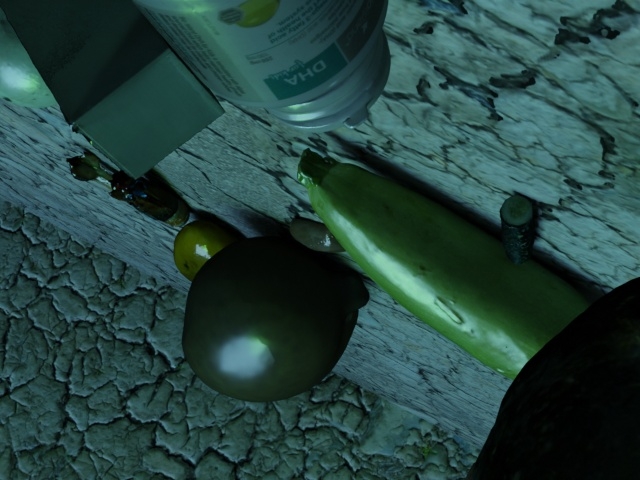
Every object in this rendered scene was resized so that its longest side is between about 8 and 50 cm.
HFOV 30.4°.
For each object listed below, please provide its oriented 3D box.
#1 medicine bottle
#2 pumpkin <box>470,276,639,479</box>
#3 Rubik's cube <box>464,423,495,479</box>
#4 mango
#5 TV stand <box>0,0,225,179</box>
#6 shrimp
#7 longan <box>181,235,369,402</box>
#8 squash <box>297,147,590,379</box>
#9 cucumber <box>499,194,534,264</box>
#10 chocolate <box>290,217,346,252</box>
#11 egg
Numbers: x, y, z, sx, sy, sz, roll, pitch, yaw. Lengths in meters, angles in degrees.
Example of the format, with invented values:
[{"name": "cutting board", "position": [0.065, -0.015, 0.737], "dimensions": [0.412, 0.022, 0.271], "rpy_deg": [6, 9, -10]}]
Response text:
[{"name": "medicine bottle", "position": [-0.032, -0.151, 0.698], "dimensions": [0.135, 0.135, 0.215], "rpy_deg": [23, 167, 29]}, {"name": "pumpkin", "position": [0.313, 0.222, 0.749], "dimensions": [0.454, 0.454, 0.344], "rpy_deg": [27, 148, 11]}, {"name": "Rubik's cube", "position": [0.325, 0.247, 1.336], "dimensions": [0.237, 0.237, 0.238], "rpy_deg": [30, 170, 4]}, {"name": "mango", "position": [-0.190, 0.022, 1.995], "dimensions": [0.137, 0.098, 0.195], "rpy_deg": [26, 166, 14]}, {"name": "TV stand", "position": [-0.171, -0.170, 0.805], "dimensions": [0.269, 0.083, 0.088], "rpy_deg": [55, -177, 32]}, {"name": "shrimp", "position": [-0.327, -0.093, 1.922], "dimensions": [0.222, 0.054, 0.290], "rpy_deg": [27, 177, 9]}, {"name": "longan", "position": [-0.070, 0.114, 1.776], "dimensions": [0.300, 0.300, 0.243], "rpy_deg": [98, 152, -78]}, {"name": "squash", "position": [0.124, 0.031, 1.190], "dimensions": [0.370, 0.118, 0.118], "rpy_deg": [32, 169, -7]}, {"name": "cucumber", "position": [0.183, -0.005, 1.090], "dimensions": [0.032, 0.032, 0.133], "rpy_deg": [26, 168, 18]}, {"name": "chocolate", "position": [0.000, 0.000, 1.589], "dimensions": [0.064, 0.031, 0.100], "rpy_deg": [32, 168, -40]}, {"name": "egg", "position": [-0.289, -0.203, 1.168], "dimensions": [0.164, 0.131, 0.131], "rpy_deg": [42, 180, 43]}]
